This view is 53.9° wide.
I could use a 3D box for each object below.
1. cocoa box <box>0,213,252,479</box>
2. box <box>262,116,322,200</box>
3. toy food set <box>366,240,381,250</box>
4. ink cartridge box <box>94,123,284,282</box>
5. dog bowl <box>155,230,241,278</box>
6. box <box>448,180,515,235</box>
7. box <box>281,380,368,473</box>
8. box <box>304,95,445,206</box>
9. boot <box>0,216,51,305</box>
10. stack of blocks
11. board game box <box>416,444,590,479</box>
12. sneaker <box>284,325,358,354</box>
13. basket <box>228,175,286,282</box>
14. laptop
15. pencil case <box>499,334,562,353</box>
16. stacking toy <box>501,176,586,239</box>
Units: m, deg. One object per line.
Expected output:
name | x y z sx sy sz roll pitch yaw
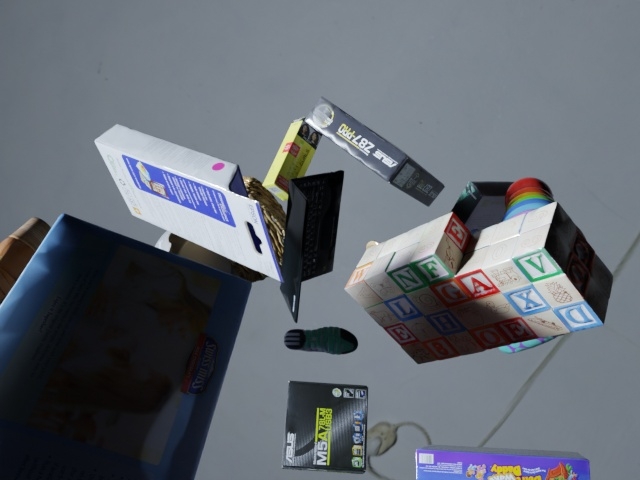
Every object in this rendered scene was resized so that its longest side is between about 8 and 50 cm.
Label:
cocoa box | -0.238 0.191 0.646 0.231 0.347 0.228 21 134 -9
box | -0.077 -0.233 1.797 0.058 0.087 0.232 -4 56 50
toy food set | 0.149 0.035 1.584 0.082 0.020 0.083 28 141 34
ink cartridge box | -0.204 -0.066 1.031 0.371 0.069 0.176 23 145 32
dog bowl | -0.395 0.098 1.993 0.102 0.349 0.348 2 95 35
box | 0.366 0.001 1.467 0.058 0.232 0.322 59 138 38
box | 0.011 0.415 1.401 0.184 0.045 0.190 6 66 -2
box | 0.170 -0.249 1.817 0.318 0.395 0.097 42 102 22
boot | -0.685 0.107 1.441 0.109 0.220 0.283 25 141 4
stack of blocks | 0.196 0.055 0.828 0.171 0.087 0.297 47 139 -16
board game box | 0.403 0.509 1.402 0.347 0.233 0.078 -2 75 17
sneaker | 0.006 0.304 1.908 0.224 0.098 0.083 4 75 9
basket | -0.202 -0.057 1.949 0.213 0.223 0.299 -22 119 12
laptop | 0.000 0.000 1.241 0.136 0.264 0.234 21 113 35
pencil case | 0.386 0.164 1.172 0.070 0.064 0.152 51 146 3
stacking toy | 0.368 -0.032 1.100 0.141 0.330 0.141 5 113 11
